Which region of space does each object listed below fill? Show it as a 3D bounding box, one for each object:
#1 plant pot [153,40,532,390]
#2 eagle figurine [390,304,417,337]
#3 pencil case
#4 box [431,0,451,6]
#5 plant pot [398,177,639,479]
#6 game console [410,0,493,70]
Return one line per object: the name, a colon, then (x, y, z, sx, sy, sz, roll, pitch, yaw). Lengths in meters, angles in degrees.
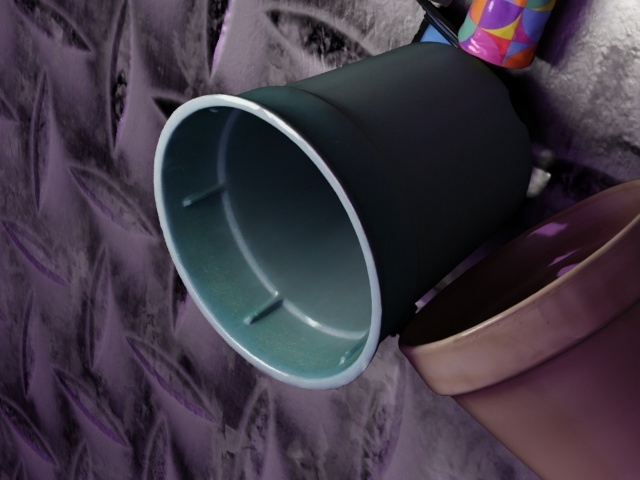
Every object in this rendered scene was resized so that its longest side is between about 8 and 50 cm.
plant pot: (0.045, -0.060, 1.310, 0.341, 0.334, 0.341, 27, 133, 34)
eagle figurine: (0.011, -0.002, 1.554, 0.225, 0.226, 0.298, -8, 91, 30)
pencil case: (0.232, -0.307, 1.260, 0.104, 0.104, 0.236, 45, 130, 31)
box: (0.158, -0.361, 1.310, 0.116, 0.029, 0.162, 125, 154, -44)
plant pot: (0.288, 0.136, 1.214, 0.323, 0.323, 0.280, -27, 98, 50)
game console: (0.145, -0.230, 1.405, 0.071, 0.107, 0.122, -45, 64, 9)
